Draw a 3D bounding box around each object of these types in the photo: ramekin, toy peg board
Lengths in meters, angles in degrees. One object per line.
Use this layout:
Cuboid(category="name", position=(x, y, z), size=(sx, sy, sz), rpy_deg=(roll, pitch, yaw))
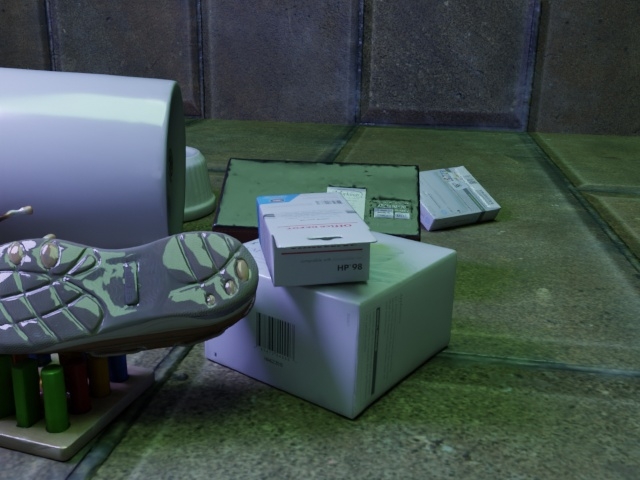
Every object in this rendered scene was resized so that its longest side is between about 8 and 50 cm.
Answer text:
Cuboid(category="ramekin", position=(-0.364, -0.128, 1.446), size=(0.273, 0.127, 0.273), rpy_deg=(1, 18, 0))
Cuboid(category="toy peg board", position=(-0.286, 0.137, 0.705), size=(0.161, 0.079, 0.160), rpy_deg=(7, 19, 16))

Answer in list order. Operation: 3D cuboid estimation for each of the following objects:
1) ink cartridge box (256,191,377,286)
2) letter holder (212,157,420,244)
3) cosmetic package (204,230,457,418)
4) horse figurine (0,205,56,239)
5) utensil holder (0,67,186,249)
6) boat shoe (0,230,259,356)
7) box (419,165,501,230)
Cuboid(category="ink cartridge box", position=(-0.009, 0.001, 0.729), size=(0.104, 0.060, 0.180), rpy_deg=(-3, 20, -10))
Cuboid(category="letter holder", position=(0.000, 0.000, 1.083), size=(0.301, 0.214, 0.152), rpy_deg=(3, 50, 3))
Cuboid(category="cosmetic package", position=(0.014, 0.076, 0.822), size=(0.224, 0.138, 0.224), rpy_deg=(14, 20, 34))
Cuboid(category="horse figurine", position=(-0.474, -0.018, 0.855), size=(0.263, 0.066, 0.174), rpy_deg=(22, 29, 28))
Cuboid(category="utensil holder", position=(-0.432, -0.124, 1.117), size=(0.385, 0.328, 0.327), rpy_deg=(1, 18, -6))
Cuboid(category="boat shoe", position=(-0.224, 0.071, 0.692), size=(0.324, 0.116, 0.123), rpy_deg=(-2, 61, -4))
Cuboid(category="box", position=(0.267, -0.092, 1.422), size=(0.186, 0.038, 0.145), rpy_deg=(-10, 49, -31))
